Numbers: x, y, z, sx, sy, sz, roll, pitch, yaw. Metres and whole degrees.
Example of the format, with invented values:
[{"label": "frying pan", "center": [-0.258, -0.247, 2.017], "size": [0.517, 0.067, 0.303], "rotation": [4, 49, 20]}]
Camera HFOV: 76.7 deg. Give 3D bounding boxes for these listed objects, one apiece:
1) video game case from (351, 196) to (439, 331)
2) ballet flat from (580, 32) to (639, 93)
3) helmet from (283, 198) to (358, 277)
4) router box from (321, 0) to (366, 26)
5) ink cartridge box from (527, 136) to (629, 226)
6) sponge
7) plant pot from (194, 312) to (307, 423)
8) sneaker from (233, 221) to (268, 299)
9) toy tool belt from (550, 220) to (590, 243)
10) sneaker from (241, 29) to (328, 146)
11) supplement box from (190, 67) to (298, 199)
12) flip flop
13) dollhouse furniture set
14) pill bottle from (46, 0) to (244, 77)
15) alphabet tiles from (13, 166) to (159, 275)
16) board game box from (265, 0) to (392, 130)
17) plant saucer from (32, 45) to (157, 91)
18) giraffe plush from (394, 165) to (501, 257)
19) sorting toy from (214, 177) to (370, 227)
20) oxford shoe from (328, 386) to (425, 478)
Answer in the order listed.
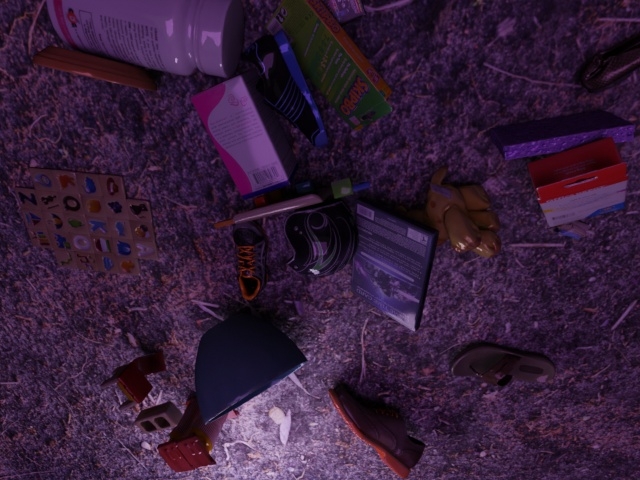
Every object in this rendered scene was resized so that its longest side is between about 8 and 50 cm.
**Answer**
[{"label": "video game case", "center": [0.153, 0.056, 0.905], "size": [0.196, 0.026, 0.273], "rotation": [30, 136, 35]}, {"label": "ballet flat", "center": [0.566, -0.345, 0.677], "size": [0.250, 0.084, 0.058], "rotation": [-31, 113, 28]}, {"label": "helmet", "center": [0.000, 0.000, 0.892], "size": [0.170, 0.169, 0.161], "rotation": [-10, 102, 12]}, {"label": "router box", "center": [0.017, -0.438, 0.707], "size": [0.092, 0.038, 0.122], "rotation": [-17, 117, 17]}, {"label": "ink cartridge box", "center": [0.467, -0.105, 0.738], "size": [0.134, 0.077, 0.231], "rotation": [-18, 157, 29]}, {"label": "sponge", "center": [0.436, -0.198, 0.751], "size": [0.211, 0.117, 0.031], "rotation": [-7, 120, 11]}, {"label": "plant pot", "center": [-0.207, 0.308, 1.057], "size": [0.290, 0.290, 0.195], "rotation": [-41, 72, 25]}, {"label": "sneaker", "center": [-0.171, 0.050, 0.986], "size": [0.084, 0.083, 0.214], "rotation": [-2, 118, 10]}, {"label": "toy tool belt", "center": [0.532, -0.025, 0.878], "size": [0.084, 0.052, 0.051], "rotation": [16, 112, -2]}, {"label": "sneaker", "center": [-0.062, -0.269, 0.770], "size": [0.091, 0.081, 0.232], "rotation": [-23, 126, 7]}, {"label": "supplement box", "center": [-0.143, -0.212, 0.814], "size": [0.112, 0.113, 0.219], "rotation": [-16, 118, 16]}, {"label": "flip flop", "center": [0.489, 0.348, 1.080], "size": [0.278, 0.080, 0.112], "rotation": [8, 120, 2]}, {"label": "dollhouse furniture set", "center": [-0.427, 0.475, 1.203], "size": [0.152, 0.201, 0.373], "rotation": [-22, 109, 18]}, {"label": "pill bottle", "center": [-0.289, -0.383, 0.704], "size": [0.284, 0.160, 0.160], "rotation": [13, 120, -1]}, {"label": "alphabet tiles", "center": [-0.586, -0.041, 1.024], "size": [0.344, 0.011, 0.284], "rotation": [6, 120, 3]}, {"label": "board game box", "center": [0.021, -0.321, 0.738], "size": [0.259, 0.039, 0.124], "rotation": [47, 155, -17]}, {"label": "plant saucer", "center": [-0.404, -0.315, 0.740], "size": [0.200, 0.200, 0.037], "rotation": [13, 106, -1]}, {"label": "giraffe plush", "center": [0.247, -0.032, 0.858], "size": [0.211, 0.181, 0.170], "rotation": [28, 141, -21]}, {"label": "sorting toy", "center": [-0.072, -0.088, 0.840], "size": [0.349, 0.196, 0.047], "rotation": [-14, 99, 14]}, {"label": "oxford shoe", "center": [0.170, 0.554, 1.238], "size": [0.133, 0.130, 0.363], "rotation": [-45, 101, -8]}]
